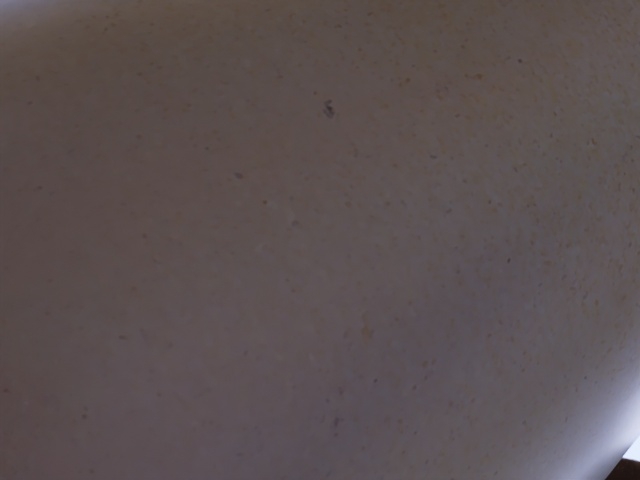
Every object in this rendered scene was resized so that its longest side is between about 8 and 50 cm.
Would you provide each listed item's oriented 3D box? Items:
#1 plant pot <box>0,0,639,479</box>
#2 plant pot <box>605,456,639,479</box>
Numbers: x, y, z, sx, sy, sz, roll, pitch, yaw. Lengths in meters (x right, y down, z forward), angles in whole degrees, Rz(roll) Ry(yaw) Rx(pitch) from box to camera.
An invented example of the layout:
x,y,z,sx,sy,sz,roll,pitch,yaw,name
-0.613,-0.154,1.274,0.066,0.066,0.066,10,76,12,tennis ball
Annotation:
x,y,z,sx,sy,sz,roll,pitch,yaw,name
0.000,0.000,0.518,0.274,0.256,0.256,-32,-96,-19,plant pot
0.088,0.162,0.631,0.167,0.165,0.167,-2,-120,3,plant pot
